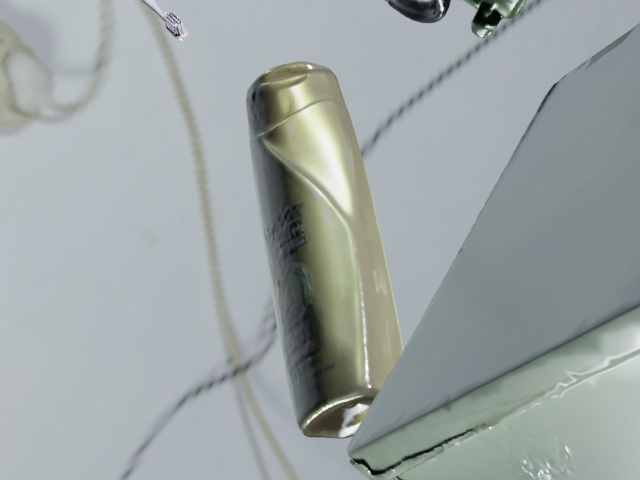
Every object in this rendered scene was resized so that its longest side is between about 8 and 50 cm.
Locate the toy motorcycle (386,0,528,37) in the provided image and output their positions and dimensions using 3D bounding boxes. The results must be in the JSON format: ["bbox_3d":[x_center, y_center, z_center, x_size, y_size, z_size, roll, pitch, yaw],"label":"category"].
[{"bbox_3d":[0.094,-0.272,1.367,0.205,0.275,0.127,36,57,4],"label":"toy motorcycle"}]

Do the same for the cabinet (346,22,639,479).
[{"bbox_3d":[0.147,0.044,0.475,0.206,0.150,0.145,40,54,-11],"label":"cabinet"}]

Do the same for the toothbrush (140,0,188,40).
[{"bbox_3d":[-0.081,-0.112,0.861,0.006,0.097,0.008,-26,130,-15],"label":"toothbrush"}]

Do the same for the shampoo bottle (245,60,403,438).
[{"bbox_3d":[0.000,0.000,1.750,0.084,0.125,0.350,11,58,-38],"label":"shampoo bottle"}]
